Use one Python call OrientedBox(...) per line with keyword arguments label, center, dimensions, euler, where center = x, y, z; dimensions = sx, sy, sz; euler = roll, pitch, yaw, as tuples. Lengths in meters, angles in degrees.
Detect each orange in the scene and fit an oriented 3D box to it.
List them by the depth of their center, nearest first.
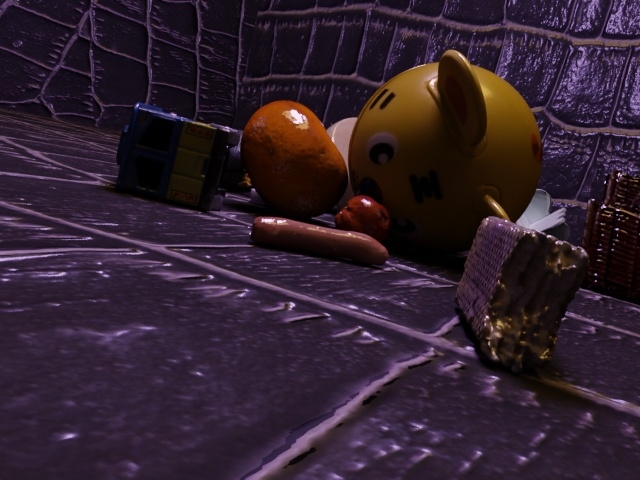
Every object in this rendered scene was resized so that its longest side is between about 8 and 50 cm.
OrientedBox(label="orange", center=(-0.053, -0.144, 1.179), dimensions=(0.224, 0.170, 0.224), euler=(57, 3, -4))

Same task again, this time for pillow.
OrientedBox(label="pillow", center=(-0.215, -0.211, 1.496), dimensions=(0.162, 0.092, 0.335), euler=(9, 11, 9))

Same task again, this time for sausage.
OrientedBox(label="sausage", center=(0.000, 0.000, 0.830), dimensions=(0.187, 0.043, 0.043), euler=(11, 8, -20))

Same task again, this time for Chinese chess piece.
OrientedBox(label="Chinese chess piece", center=(0.110, -0.172, 1.556), dimensions=(0.273, 0.273, 0.102), euler=(18, -40, -23))

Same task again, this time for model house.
OrientedBox(label="model house", center=(0.645, -0.016, 1.255), dimensions=(0.283, 0.316, 0.297), euler=(16, -6, -15))

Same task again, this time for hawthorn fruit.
OrientedBox(label="hawthorn fruit", center=(0.069, -0.025, 1.029), dimensions=(0.093, 0.093, 0.093), euler=(14, 7, -2))

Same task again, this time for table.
OrientedBox(label="table", center=(0.416, -0.013, 1.303), dimensions=(0.167, 0.166, 0.198), euler=(16, 15, 18))

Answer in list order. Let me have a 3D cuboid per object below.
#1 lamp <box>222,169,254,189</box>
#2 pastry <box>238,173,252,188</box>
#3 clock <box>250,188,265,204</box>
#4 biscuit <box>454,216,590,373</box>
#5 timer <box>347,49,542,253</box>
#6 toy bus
OrientedBox(label="lamp", center=(-0.308, -0.182, 1.598), dimensions=(0.269, 0.047, 0.267), euler=(20, 9, 37))
OrientedBox(label="pastry", center=(-0.092, -0.143, 1.480), dimensions=(0.154, 0.102, 0.250), euler=(20, 6, 3))
OrientedBox(label="clock", center=(-0.079, -0.085, 1.321), dimensions=(0.129, 0.041, 0.087), euler=(1, 10, -40))
OrientedBox(label="biscuit", center=(0.175, 0.039, 0.599), dimensions=(0.062, 0.108, 0.239), euler=(20, 7, 4))
OrientedBox(label="timer", center=(0.219, -0.134, 1.108), dimensions=(0.377, 0.375, 0.387), euler=(12, 13, -11))
OrientedBox(label="toy bus", center=(-0.235, -0.144, 1.102), dimensions=(0.175, 0.138, 0.287), euler=(14, 8, -9))
